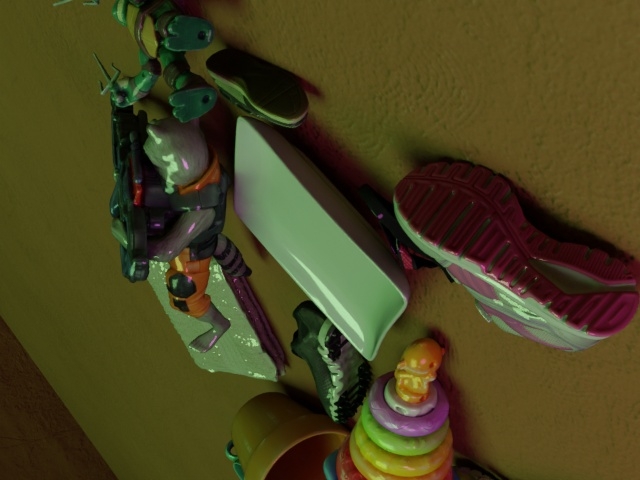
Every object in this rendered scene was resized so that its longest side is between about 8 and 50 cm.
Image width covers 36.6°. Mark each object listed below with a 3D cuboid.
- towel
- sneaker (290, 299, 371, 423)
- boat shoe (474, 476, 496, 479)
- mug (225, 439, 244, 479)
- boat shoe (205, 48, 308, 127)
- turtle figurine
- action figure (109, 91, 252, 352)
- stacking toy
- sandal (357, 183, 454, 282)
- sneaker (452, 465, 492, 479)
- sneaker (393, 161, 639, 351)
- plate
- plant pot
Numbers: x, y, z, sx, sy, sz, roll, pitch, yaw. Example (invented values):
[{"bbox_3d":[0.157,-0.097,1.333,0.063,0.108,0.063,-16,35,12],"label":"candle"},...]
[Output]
[{"bbox_3d":[-0.176,0.125,1.585,0.187,0.049,0.282,3,133,33],"label":"towel"},{"bbox_3d":[0.009,0.168,1.392,0.106,0.078,0.234,31,147,34],"label":"sneaker"},{"bbox_3d":[0.267,0.355,1.303,0.135,0.050,0.045,25,145,18],"label":"boat shoe"},{"bbox_3d":[-0.105,0.450,1.942,0.158,0.097,0.129,51,155,-8],"label":"mug"},{"bbox_3d":[-0.064,-0.160,1.053,0.152,0.056,0.049,40,161,35],"label":"boat shoe"},{"bbox_3d":[-0.197,-0.230,1.072,0.234,0.118,0.175,37,155,42],"label":"turtle figurine"},{"bbox_3d":[-0.184,-0.060,1.272,0.330,0.178,0.341,95,165,-55],"label":"action figure"},{"bbox_3d":[0.111,0.236,1.267,0.166,0.175,0.302,54,150,42],"label":"stacking toy"},{"bbox_3d":[0.083,-0.001,0.996,0.179,0.040,0.067,36,-166,-45],"label":"sandal"},{"bbox_3d":[0.239,0.401,1.353,0.208,0.094,0.081,36,154,24],"label":"sneaker"},{"bbox_3d":[0.168,0.026,0.907,0.252,0.103,0.111,40,157,23],"label":"sneaker"},{"bbox_3d":[0.000,0.000,1.149,0.277,0.045,0.278,47,161,12],"label":"plate"},{"bbox_3d":[-0.057,0.361,1.656,0.188,0.205,0.205,40,159,51],"label":"plant pot"}]
